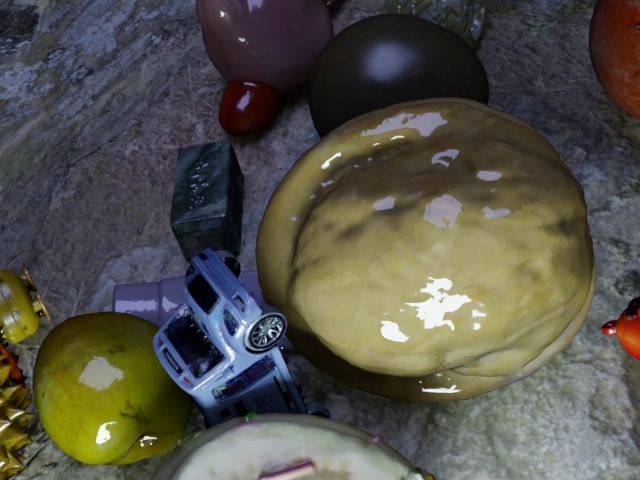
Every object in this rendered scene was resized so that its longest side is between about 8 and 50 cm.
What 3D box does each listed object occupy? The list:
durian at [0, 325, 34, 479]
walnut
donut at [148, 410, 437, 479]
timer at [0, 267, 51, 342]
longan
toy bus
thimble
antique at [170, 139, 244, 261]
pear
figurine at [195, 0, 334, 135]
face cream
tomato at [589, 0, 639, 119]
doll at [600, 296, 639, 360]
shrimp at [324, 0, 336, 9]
[{"bbox_3d":[-0.506,0.215,1.116,0.347,0.348,0.384,10,51,23],"label":"durian"},{"bbox_3d":[0.136,0.011,1.161,0.383,0.384,0.384,-8,46,8],"label":"walnut"},{"bbox_3d":[-0.058,0.343,0.982,0.307,0.150,0.371,28,57,15],"label":"donut"},{"bbox_3d":[-0.451,0.099,1.377,0.109,0.107,0.107,-27,46,-16],"label":"timer"},{"bbox_3d":[0.111,-0.211,1.424,0.258,0.258,0.258,-8,46,8],"label":"longan"},{"bbox_3d":[-0.096,0.148,1.102,0.133,0.292,0.125,-34,48,-13],"label":"toy bus"},{"bbox_3d":[0.202,-0.415,1.652,0.143,0.137,0.191,4,74,25],"label":"thimble"},{"bbox_3d":[-0.169,-0.056,1.459,0.088,0.086,0.183,-10,46,7],"label":"antique"},{"bbox_3d":[-0.253,0.181,1.184,0.200,0.200,0.200,-8,46,8],"label":"pear"},{"bbox_3d":[-0.090,-0.343,1.644,0.269,0.261,0.211,-24,18,-6],"label":"figurine"},{"bbox_3d":[-0.140,0.098,1.316,0.273,0.096,0.154,-4,42,-6],"label":"face cream"},{"bbox_3d":[0.514,-0.296,1.388,0.264,0.265,0.265,-8,46,8],"label":"tomato"},{"bbox_3d":[0.443,0.107,1.132,0.217,0.085,0.183,14,25,30],"label":"doll"},{"bbox_3d":[-0.027,-0.484,1.855,0.173,0.058,0.253,5,45,30],"label":"shrimp"}]
